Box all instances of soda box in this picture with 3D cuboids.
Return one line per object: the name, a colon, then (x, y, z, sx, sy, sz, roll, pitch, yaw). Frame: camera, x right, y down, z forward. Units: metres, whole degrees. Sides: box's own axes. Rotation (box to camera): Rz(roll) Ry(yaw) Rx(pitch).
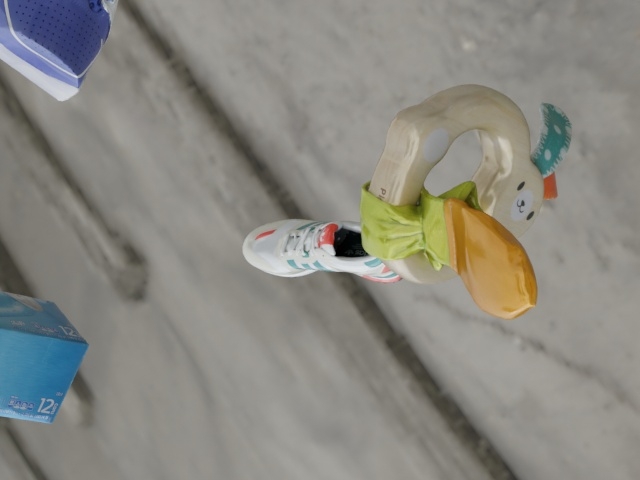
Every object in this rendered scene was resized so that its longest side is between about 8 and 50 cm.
soda box: (-0.273, 0.069, 1.234, 0.067, 0.210, 0.071, 42, 110, 46)

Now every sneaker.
sneaker: (-0.192, -0.294, 1.538, 0.127, 0.315, 0.182, 33, 139, -26)
sneaker: (0.000, 0.000, 1.602, 0.161, 0.057, 0.075, 6, 161, 18)

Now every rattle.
rattle: (0.130, -0.023, 1.050, 0.143, 0.200, 0.130, 9, 94, 43)
